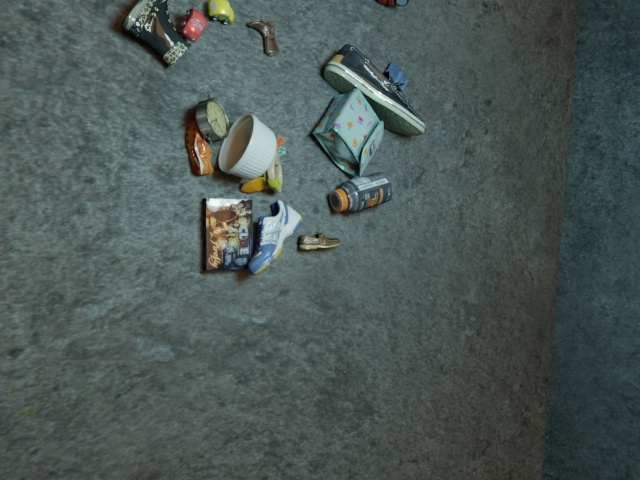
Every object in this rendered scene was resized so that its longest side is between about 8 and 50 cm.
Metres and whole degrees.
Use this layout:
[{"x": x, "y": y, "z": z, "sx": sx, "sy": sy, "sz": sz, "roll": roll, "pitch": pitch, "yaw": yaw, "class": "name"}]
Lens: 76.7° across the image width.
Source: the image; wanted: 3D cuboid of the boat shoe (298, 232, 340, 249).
[{"x": -0.001, "y": 0.000, "z": 1.560, "sx": 0.177, "sy": 0.064, "sz": 0.060, "roll": -4, "pitch": 95, "yaw": -28, "class": "boat shoe"}]

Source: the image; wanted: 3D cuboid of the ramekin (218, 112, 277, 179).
[{"x": -0.236, "y": -0.299, "z": 1.336, "sx": 0.109, "sy": 0.207, "sz": 0.207, "roll": 24, "pitch": 80, "yaw": -38, "class": "ramekin"}]

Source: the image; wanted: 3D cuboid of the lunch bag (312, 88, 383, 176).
[{"x": 0.130, "y": -0.406, "z": 1.570, "sx": 0.262, "sy": 0.160, "sz": 0.224, "roll": 45, "pitch": 63, "yaw": -32, "class": "lunch bag"}]

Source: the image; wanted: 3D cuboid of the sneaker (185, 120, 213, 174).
[{"x": -0.396, "y": -0.303, "z": 1.329, "sx": 0.067, "sy": 0.064, "sz": 0.175, "roll": -19, "pitch": 106, "yaw": -51, "class": "sneaker"}]

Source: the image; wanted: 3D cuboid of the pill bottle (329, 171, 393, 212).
[{"x": 0.158, "y": -0.185, "z": 1.609, "sx": 0.245, "sy": 0.130, "sz": 0.131, "roll": -19, "pitch": 101, "yaw": -28, "class": "pill bottle"}]

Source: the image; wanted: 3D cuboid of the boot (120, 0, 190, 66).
[{"x": -0.474, "y": -0.678, "z": 1.253, "sx": 0.178, "sy": 0.085, "sz": 0.237, "roll": 41, "pitch": 68, "yaw": -32, "class": "boot"}]

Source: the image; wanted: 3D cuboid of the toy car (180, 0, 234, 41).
[{"x": -0.382, "y": -0.770, "z": 1.263, "sx": 0.239, "sy": 0.053, "sz": 0.225, "roll": -52, "pitch": 126, "yaw": -39, "class": "toy car"}]

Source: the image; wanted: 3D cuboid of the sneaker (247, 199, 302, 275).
[{"x": -0.189, "y": -0.014, "z": 1.423, "sx": 0.131, "sy": 0.111, "sz": 0.297, "roll": 43, "pitch": 55, "yaw": -18, "class": "sneaker"}]

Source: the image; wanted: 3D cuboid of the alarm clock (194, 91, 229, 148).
[{"x": -0.353, "y": -0.372, "z": 1.300, "sx": 0.129, "sy": 0.064, "sz": 0.192, "roll": 54, "pitch": 29, "yaw": -53, "class": "alarm clock"}]

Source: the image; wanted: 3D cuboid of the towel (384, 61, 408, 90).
[{"x": 0.327, "y": -0.706, "z": 1.747, "sx": 0.119, "sy": 0.029, "sz": 0.067, "roll": 38, "pitch": 73, "yaw": -27, "class": "towel"}]

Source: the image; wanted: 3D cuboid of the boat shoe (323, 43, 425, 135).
[{"x": 0.244, "y": -0.589, "z": 1.618, "sx": 0.500, "sy": 0.186, "sz": 0.156, "roll": 30, "pitch": 83, "yaw": -23, "class": "boat shoe"}]

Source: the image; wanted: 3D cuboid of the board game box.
[{"x": -0.316, "y": -0.021, "z": 1.386, "sx": 0.165, "sy": 0.042, "sz": 0.244, "roll": -1, "pitch": 92, "yaw": -31, "class": "board game box"}]

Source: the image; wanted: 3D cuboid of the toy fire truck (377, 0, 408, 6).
[{"x": 0.228, "y": -1.032, "z": 1.612, "sx": 0.217, "sy": 0.246, "sz": 0.159, "roll": 40, "pitch": 57, "yaw": -71, "class": "toy fire truck"}]

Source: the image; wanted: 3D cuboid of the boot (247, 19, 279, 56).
[{"x": -0.202, "y": -0.715, "z": 1.435, "sx": 0.106, "sy": 0.037, "sz": 0.114, "roll": -13, "pitch": 103, "yaw": -27, "class": "boot"}]

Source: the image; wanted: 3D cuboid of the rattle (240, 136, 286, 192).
[{"x": -0.200, "y": -0.268, "z": 1.453, "sx": 0.130, "sy": 0.142, "sz": 0.200, "roll": 21, "pitch": 62, "yaw": -61, "class": "rattle"}]
